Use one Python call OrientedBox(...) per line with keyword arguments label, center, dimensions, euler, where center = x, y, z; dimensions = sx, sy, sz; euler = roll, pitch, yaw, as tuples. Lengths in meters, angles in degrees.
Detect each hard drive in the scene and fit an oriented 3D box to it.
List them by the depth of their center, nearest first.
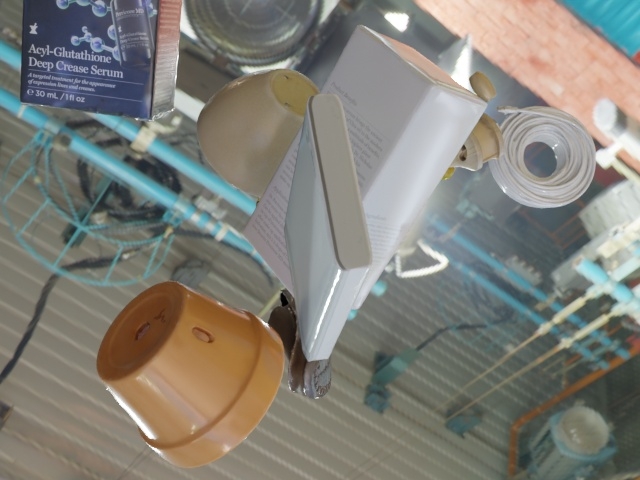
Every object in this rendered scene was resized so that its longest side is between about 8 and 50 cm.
OrientedBox(label="hard drive", center=(0.000, 0.000, 0.982), dimensions=(0.040, 0.307, 0.202), euler=(-6, -114, -10))

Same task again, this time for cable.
OrientedBox(label="cable", center=(0.538, -0.201, 2.047), dimensions=(0.257, 0.089, 0.256), euler=(-2, -100, -5))

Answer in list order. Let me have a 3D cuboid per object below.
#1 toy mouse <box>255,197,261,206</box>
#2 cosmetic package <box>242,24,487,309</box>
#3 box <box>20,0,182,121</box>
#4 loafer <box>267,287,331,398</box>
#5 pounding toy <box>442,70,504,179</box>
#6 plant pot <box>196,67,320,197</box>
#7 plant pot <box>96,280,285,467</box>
OrientedBox(label="toy mouse", center=(-0.090, -0.068, 1.997), dimensions=(0.143, 0.031, 0.160), euler=(-4, -89, -32))
OrientedBox(label="cosmetic package", center=(0.066, -0.121, 1.509), dimensions=(0.162, 0.453, 0.230), euler=(9, -150, -44))
OrientedBox(label="box", center=(-0.474, -0.483, 1.848), dimensions=(0.294, 0.395, 0.212), euler=(7, -166, 2))
OrientedBox(label="loafer", center=(-0.043, 0.198, 1.681), dimensions=(0.130, 0.133, 0.366), euler=(-1, -160, 2))
OrientedBox(label="pounding toy", center=(0.309, -0.213, 1.714), dimensions=(0.155, 0.269, 0.154), euler=(-27, -105, -29))
OrientedBox(label="plant pot", center=(-0.097, -0.257, 1.794), dimensions=(0.284, 0.191, 0.284), euler=(18, -129, -24))
OrientedBox(label="plant pot", center=(-0.236, 0.205, 1.414), dimensions=(0.203, 0.291, 0.290), euler=(46, -147, -32))
